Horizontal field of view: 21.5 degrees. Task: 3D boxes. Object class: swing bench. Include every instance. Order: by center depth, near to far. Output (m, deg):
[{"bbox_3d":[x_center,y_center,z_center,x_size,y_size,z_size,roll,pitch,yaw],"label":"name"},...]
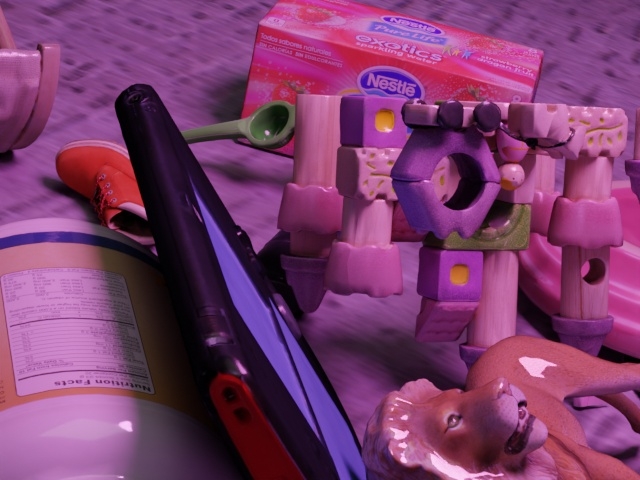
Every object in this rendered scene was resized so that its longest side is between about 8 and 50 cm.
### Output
[{"bbox_3d":[-0.423,-0.168,1.633,0.253,0.165,0.255,-6,37,-32],"label":"swing bench"}]

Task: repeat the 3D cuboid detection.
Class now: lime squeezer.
[{"bbox_3d":[-0.024,-0.105,1.725,0.310,0.059,0.110,8,-16,-5],"label":"lime squeezer"}]

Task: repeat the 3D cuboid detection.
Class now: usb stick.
[{"bbox_3d":[0.000,0.000,1.606,0.077,0.045,0.278,12,26,17],"label":"usb stick"}]

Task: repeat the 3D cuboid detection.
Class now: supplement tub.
[{"bbox_3d":[-0.160,0.152,1.048,0.228,0.228,0.316,3,29,-17],"label":"supplement tub"}]

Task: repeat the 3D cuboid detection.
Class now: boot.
[{"bbox_3d":[-0.197,-0.046,1.601,0.158,0.059,0.084,23,34,18],"label":"boot"}]

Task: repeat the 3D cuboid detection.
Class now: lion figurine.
[{"bbox_3d":[0.156,0.149,1.239,0.240,0.142,0.392,25,11,3],"label":"lion figurine"}]

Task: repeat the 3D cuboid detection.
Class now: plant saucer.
[{"bbox_3d":[0.356,0.024,1.633,0.332,0.084,0.332,9,23,-4],"label":"plant saucer"}]

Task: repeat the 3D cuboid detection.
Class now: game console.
[{"bbox_3d":[-0.025,0.103,1.116,0.060,0.342,0.386,-25,33,-1],"label":"game console"}]

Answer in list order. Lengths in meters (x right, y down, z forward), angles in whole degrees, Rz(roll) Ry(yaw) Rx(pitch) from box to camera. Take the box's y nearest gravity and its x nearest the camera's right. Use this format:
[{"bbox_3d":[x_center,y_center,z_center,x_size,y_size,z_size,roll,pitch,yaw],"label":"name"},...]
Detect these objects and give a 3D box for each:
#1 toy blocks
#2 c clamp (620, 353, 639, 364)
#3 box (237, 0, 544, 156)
[{"bbox_3d":[0.136,0.015,1.393,0.288,0.260,0.309,1,5,-23],"label":"toy blocks"},{"bbox_3d":[0.349,0.139,1.514,0.137,0.022,0.161,-6,34,-23],"label":"c clamp"},{"bbox_3d":[0.078,-0.158,1.833,0.300,0.142,0.154,16,26,7],"label":"box"}]
